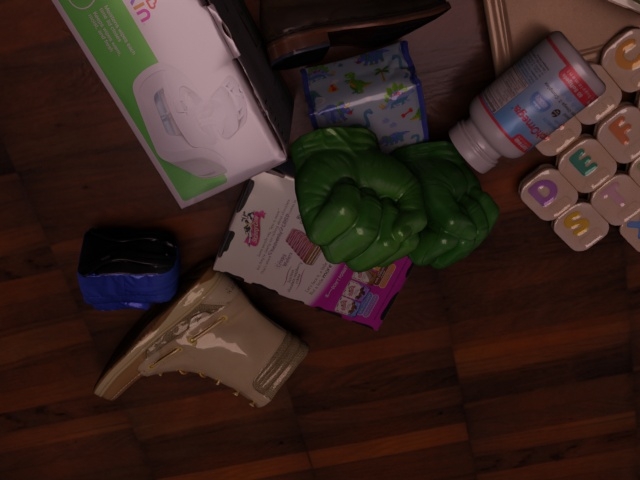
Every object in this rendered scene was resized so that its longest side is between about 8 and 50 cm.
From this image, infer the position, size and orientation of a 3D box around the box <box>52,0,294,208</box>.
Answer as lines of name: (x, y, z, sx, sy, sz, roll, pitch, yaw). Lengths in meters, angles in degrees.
box: (-0.135, -0.203, 0.709, 0.127, 0.231, 0.262, -24, 114, 11)

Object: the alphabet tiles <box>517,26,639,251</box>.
alphabet tiles: (0.390, -0.108, 0.848, 0.278, 0.021, 0.284, 40, 114, -22)

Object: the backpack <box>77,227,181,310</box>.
backpack: (-0.241, 0.038, 0.901, 0.120, 0.098, 0.101, -4, 137, -7)

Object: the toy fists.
toy fists: (0.092, -0.041, 0.768, 0.096, 0.279, 0.142, -25, 72, 45)

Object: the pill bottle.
pill bottle: (0.226, -0.149, 0.779, 0.087, 0.087, 0.160, 41, 117, -17)

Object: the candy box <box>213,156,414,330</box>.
candy box: (0.000, 0.000, 0.892, 0.233, 0.071, 0.159, 22, 114, -10)

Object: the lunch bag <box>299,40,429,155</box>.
lunch bag: (0.057, -0.142, 0.814, 0.129, 0.096, 0.151, -14, 144, 7)

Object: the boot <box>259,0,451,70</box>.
boot: (0.034, -0.265, 0.757, 0.219, 0.082, 0.106, -19, 91, -17)

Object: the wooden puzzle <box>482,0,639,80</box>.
wooden puzzle: (0.288, -0.295, 0.771, 0.221, 0.044, 0.238, -14, 119, 7)

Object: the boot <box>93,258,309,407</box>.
boot: (-0.167, 0.173, 0.966, 0.203, 0.095, 0.262, 42, 105, -19)

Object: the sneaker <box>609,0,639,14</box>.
sneaker: (0.318, -0.288, 0.711, 0.192, 0.064, 0.086, 20, 122, -9)
